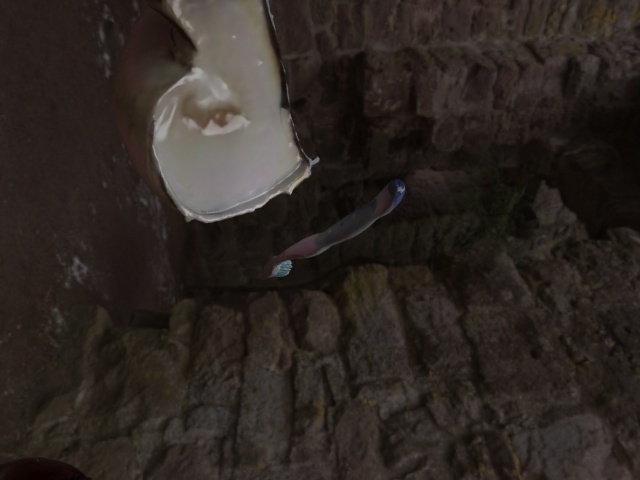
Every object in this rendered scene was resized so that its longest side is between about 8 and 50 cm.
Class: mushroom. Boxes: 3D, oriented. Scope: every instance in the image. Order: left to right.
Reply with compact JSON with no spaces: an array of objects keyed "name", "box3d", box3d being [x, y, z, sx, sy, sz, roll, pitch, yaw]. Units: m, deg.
[{"name":"mushroom","box3d":[-0.134,-0.127,0.485,0.162,0.173,0.236,-50,150,-23]}]

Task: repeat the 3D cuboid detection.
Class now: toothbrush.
[{"name":"toothbrush","box3d":[0.000,0.000,0.484,0.269,0.027,0.021,-32,-119,60]}]

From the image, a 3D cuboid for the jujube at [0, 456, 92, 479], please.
[{"name":"jujube","box3d":[-0.190,0.262,0.270,0.290,0.197,0.197,-93,180,-57]}]
